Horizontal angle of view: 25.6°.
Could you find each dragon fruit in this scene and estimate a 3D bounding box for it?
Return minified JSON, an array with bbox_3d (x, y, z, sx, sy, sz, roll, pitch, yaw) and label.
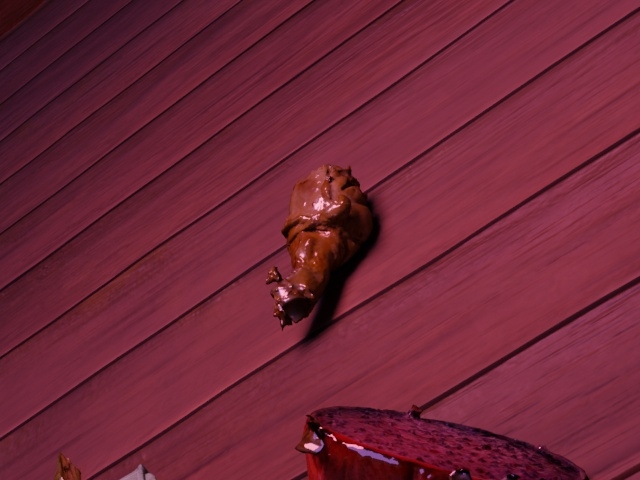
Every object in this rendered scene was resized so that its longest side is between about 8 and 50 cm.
[{"bbox_3d":[0.080,0.216,1.052,0.224,0.218,0.148,-1,-75,-75],"label":"dragon fruit"}]

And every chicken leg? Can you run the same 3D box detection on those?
[{"bbox_3d":[0.000,0.000,1.535,0.103,0.088,0.228,-13,35,24],"label":"chicken leg"}]

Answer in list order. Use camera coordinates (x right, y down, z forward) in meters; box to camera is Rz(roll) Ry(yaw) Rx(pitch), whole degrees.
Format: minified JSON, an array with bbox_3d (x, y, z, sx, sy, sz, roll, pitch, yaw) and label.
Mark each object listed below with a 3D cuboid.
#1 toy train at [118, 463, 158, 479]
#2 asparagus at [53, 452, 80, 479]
[{"bbox_3d":[-0.186,0.298,1.397,0.099,0.070,0.172,-31,29,4],"label":"toy train"},{"bbox_3d":[-0.283,0.298,1.556,0.178,0.041,0.045,-93,9,-56],"label":"asparagus"}]
